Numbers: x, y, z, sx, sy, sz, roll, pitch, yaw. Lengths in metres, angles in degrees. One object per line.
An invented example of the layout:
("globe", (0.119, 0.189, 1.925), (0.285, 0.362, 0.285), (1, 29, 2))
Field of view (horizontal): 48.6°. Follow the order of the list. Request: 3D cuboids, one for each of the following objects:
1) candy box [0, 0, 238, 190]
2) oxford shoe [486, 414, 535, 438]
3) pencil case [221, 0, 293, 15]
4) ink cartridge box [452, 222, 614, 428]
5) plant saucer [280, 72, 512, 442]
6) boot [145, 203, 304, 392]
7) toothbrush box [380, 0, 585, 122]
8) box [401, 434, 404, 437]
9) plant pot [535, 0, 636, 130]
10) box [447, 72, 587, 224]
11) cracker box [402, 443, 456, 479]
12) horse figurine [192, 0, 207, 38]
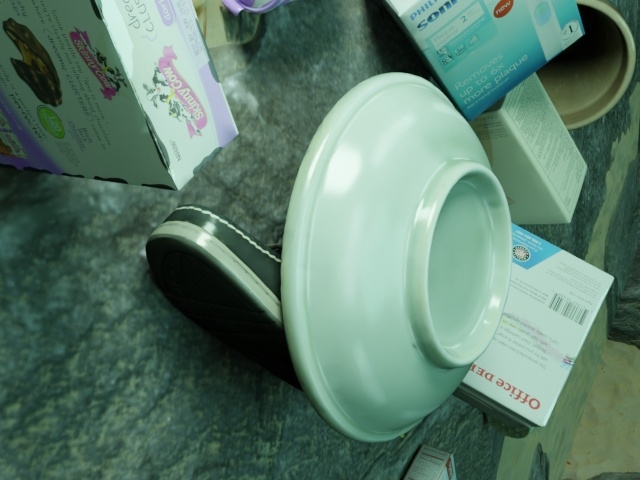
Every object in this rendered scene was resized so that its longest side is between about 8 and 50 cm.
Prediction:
("candy box", (-0.168, -0.125, 0.446), (0.070, 0.196, 0.165), (-51, 138, -39))
("oxford shoe", (0.440, 0.246, 1.553), (0.130, 0.169, 0.449), (-44, 140, -40))
("pencil case", (-0.018, -0.288, 0.754), (0.206, 0.086, 0.088), (-31, 157, -49))
("ink cartridge box", (0.315, 0.148, 1.193), (0.270, 0.198, 0.197), (-59, 174, -13))
("plant saucer", (0.120, 0.023, 0.759), (0.400, 0.100, 0.400), (-10, 102, -53))
("boot", (0.000, 0.000, 0.783), (0.377, 0.138, 0.284), (44, 60, -40))
("toothbrush box", (0.218, -0.332, 0.979), (0.216, 0.126, 0.295), (-37, 147, 11))
("box", (0.098, 0.099, 1.047), (0.257, 0.079, 0.322), (45, 60, -51))
("plant pot", (0.455, -0.378, 1.370), (0.229, 0.263, 0.263), (-71, 152, -50))
("box", (0.356, -0.173, 1.275), (0.311, 0.121, 0.148), (47, 57, -36))
("cracker box", (0.174, 0.511, 1.285), (0.232, 0.067, 0.156), (-47, 136, -41))
("horse figurine", (-0.131, -0.268, 0.595), (0.174, 0.066, 0.263), (20, 83, -52))
